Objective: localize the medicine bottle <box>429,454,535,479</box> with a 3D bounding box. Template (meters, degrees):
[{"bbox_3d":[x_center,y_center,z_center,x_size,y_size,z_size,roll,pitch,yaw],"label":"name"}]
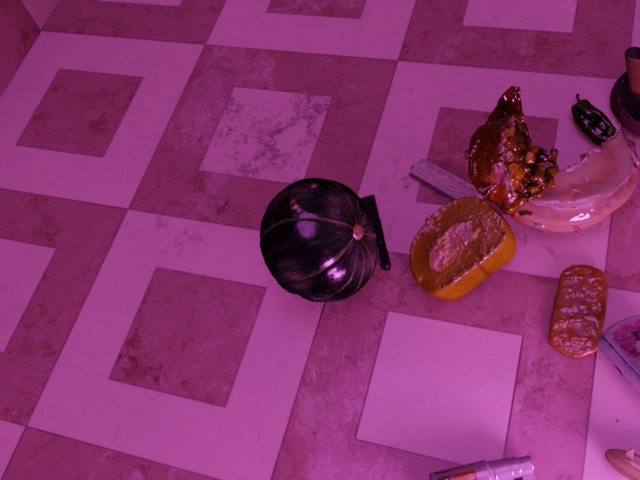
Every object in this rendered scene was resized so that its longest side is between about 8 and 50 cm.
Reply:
[{"bbox_3d":[0.353,0.523,1.546,0.221,0.061,0.092,-15,83,3],"label":"medicine bottle"}]

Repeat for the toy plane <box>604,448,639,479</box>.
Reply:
[{"bbox_3d":[0.706,0.496,1.467,0.244,0.092,0.229,31,55,23],"label":"toy plane"}]

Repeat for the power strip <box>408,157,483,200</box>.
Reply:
[{"bbox_3d":[0.349,-0.150,1.952,0.253,0.027,0.060,34,72,27],"label":"power strip"}]

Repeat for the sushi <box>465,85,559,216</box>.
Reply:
[{"bbox_3d":[0.459,-0.206,1.725,0.179,0.167,0.296,-14,48,40],"label":"sushi"}]

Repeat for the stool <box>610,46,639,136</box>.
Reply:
[{"bbox_3d":[0.924,-0.413,1.896,0.272,0.178,0.272,-4,61,8],"label":"stool"}]

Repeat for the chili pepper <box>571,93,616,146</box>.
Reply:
[{"bbox_3d":[0.733,-0.336,1.960,0.072,0.073,0.204,-33,57,8],"label":"chili pepper"}]

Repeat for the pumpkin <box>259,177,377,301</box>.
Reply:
[{"bbox_3d":[0.000,0.000,1.765,0.241,0.323,0.323,-20,55,28],"label":"pumpkin"}]

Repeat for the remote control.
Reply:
[{"bbox_3d":[0.761,0.315,1.559,0.145,0.050,0.344,-17,54,-26],"label":"remote control"}]

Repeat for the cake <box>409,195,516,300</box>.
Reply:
[{"bbox_3d":[0.340,0.018,1.761,0.260,0.156,0.179,-39,59,13],"label":"cake"}]

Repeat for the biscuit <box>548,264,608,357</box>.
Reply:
[{"bbox_3d":[0.618,0.165,1.711,0.118,0.029,0.247,11,63,18],"label":"biscuit"}]

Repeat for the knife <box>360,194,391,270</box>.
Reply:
[{"bbox_3d":[0.136,-0.019,1.929,0.072,0.019,0.245,-16,55,7],"label":"knife"}]

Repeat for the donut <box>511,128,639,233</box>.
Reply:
[{"bbox_3d":[0.610,-0.155,1.829,0.371,0.150,0.307,6,61,16],"label":"donut"}]
